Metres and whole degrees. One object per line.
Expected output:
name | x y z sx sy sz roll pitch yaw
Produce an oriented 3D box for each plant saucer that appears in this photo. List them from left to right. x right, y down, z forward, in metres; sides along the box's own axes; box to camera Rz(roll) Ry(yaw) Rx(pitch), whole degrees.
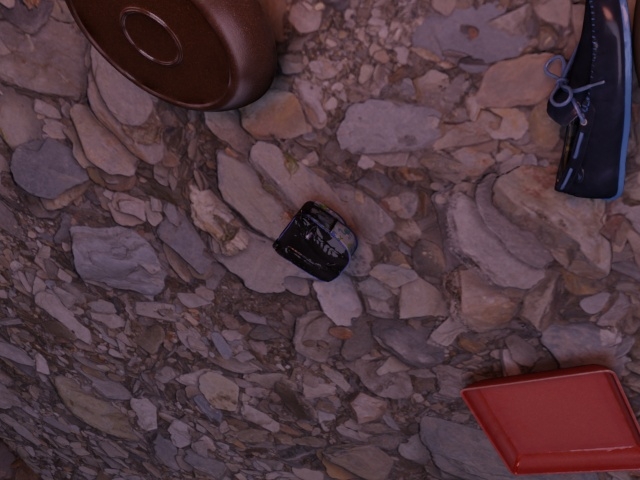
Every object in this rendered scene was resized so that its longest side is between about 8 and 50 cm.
plant saucer | -0.204 -0.269 0.676 0.310 0.050 0.311 20 154 10
plant saucer | 0.422 0.320 0.957 0.258 0.048 0.259 -19 117 33

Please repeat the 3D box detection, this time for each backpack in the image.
backpack | 0.000 0.000 0.855 0.114 0.084 0.105 38 129 -4

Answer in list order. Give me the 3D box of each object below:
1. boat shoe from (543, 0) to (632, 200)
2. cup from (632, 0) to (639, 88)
boat shoe | 0.301 -0.150 0.608 0.088 0.109 0.259 0 124 26
cup | 0.420 -0.148 0.424 0.330 0.237 0.331 23 140 21
